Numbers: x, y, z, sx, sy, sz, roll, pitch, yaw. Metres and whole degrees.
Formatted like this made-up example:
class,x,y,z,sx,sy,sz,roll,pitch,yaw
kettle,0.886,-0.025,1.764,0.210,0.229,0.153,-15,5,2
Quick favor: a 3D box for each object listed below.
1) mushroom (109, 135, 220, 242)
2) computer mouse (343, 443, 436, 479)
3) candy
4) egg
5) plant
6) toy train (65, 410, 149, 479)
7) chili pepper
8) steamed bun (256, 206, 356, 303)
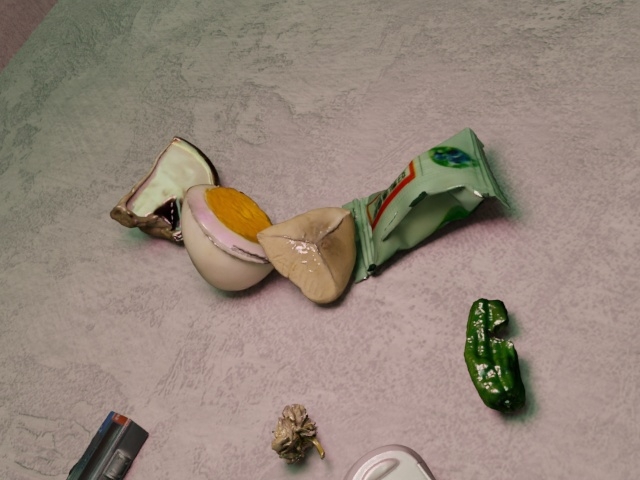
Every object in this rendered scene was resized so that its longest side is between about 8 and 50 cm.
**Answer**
class,x,y,z,sx,sy,sz,roll,pitch,yaw
mushroom,-0.405,-0.099,2.116,0.217,0.212,0.292,36,54,-2
computer mouse,0.157,0.489,1.300,0.184,0.121,0.297,-34,59,-17
candy,0.212,-0.079,1.750,0.398,0.172,0.263,-34,30,28
egg,-0.237,0.000,1.858,0.174,0.264,0.286,-50,61,26
plant,-0.034,0.382,1.509,0.122,0.104,0.116,11,49,28
toy train,-0.508,0.562,1.627,0.089,0.086,0.409,10,59,32
chili pepper,0.323,0.216,1.468,0.099,0.083,0.253,-16,42,15
steamed bun,0.001,0.029,1.729,0.231,0.110,0.212,-22,79,-15
